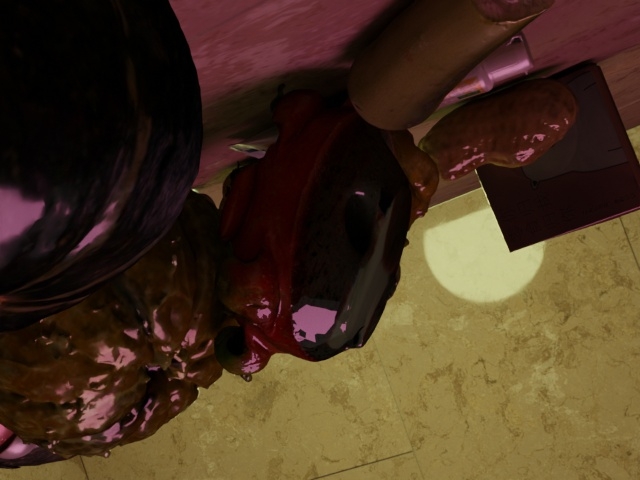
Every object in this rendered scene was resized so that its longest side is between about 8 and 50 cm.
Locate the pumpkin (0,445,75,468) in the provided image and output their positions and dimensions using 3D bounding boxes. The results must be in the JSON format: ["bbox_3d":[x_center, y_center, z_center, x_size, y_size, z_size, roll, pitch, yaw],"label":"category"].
[{"bbox_3d":[-0.355,0.144,1.396,0.328,0.257,0.291,-29,147,-36],"label":"pumpkin"}]

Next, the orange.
[{"bbox_3d":[-0.218,0.075,1.078,0.301,0.223,0.300,-37,142,-24],"label":"orange"}]

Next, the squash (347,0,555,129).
[{"bbox_3d":[0.090,-0.153,0.853,0.083,0.083,0.250,-18,172,-25],"label":"squash"}]

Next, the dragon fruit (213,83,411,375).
[{"bbox_3d":[0.000,0.000,1.015,0.130,0.295,0.268,22,-173,17],"label":"dragon fruit"}]

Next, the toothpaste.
[{"bbox_3d":[0.060,-0.137,1.093,0.314,0.058,0.056,-17,-144,19],"label":"toothpaste"}]

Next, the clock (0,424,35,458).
[{"bbox_3d":[-0.391,0.179,1.176,0.162,0.166,0.093,-4,-143,-1],"label":"clock"}]

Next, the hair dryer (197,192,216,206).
[{"bbox_3d":[-0.193,0.033,1.381,0.117,0.181,0.064,-16,-147,-35],"label":"hair dryer"}]

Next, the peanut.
[{"bbox_3d":[0.235,-0.144,1.443,0.226,0.108,0.095,-19,168,17],"label":"peanut"}]

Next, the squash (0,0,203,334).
[{"bbox_3d":[-0.175,-0.040,0.451,0.252,0.165,0.252,-19,172,-3],"label":"squash"}]

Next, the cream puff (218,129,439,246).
[{"bbox_3d":[0.021,-0.034,1.345,0.282,0.185,0.282,-20,172,-3],"label":"cream puff"}]

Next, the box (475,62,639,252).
[{"bbox_3d":[0.336,-0.116,1.542,0.215,0.215,0.086,-22,-176,30],"label":"box"}]
